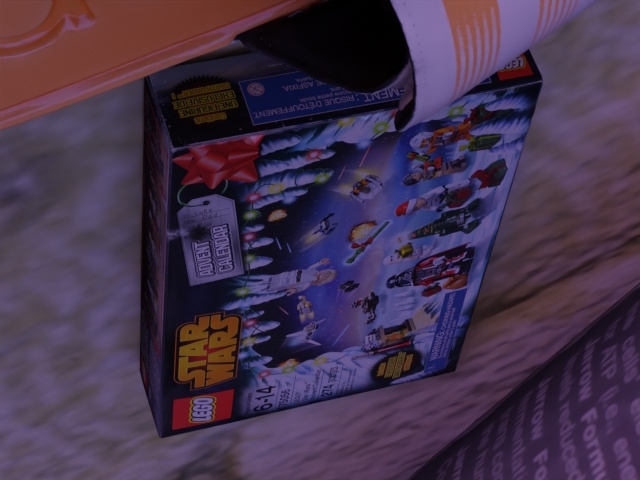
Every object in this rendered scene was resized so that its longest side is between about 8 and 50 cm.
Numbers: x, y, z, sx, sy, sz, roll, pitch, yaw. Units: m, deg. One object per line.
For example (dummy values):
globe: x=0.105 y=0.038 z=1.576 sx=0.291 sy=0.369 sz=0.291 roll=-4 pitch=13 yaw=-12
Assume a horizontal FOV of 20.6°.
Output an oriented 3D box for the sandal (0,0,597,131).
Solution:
sandal: x=-0.004 y=-0.054 z=0.342 sx=0.265 sy=0.076 sz=0.102 roll=-25 pitch=148 yaw=6

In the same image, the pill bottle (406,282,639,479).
pill bottle: x=0.166 y=0.085 z=0.524 sx=0.204 sy=0.204 sz=0.361 roll=10 pitch=136 yaw=-40

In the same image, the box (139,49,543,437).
box: x=0.000 y=0.000 z=0.470 sx=0.094 sy=0.027 sz=0.137 roll=-11 pitch=147 yaw=-13
